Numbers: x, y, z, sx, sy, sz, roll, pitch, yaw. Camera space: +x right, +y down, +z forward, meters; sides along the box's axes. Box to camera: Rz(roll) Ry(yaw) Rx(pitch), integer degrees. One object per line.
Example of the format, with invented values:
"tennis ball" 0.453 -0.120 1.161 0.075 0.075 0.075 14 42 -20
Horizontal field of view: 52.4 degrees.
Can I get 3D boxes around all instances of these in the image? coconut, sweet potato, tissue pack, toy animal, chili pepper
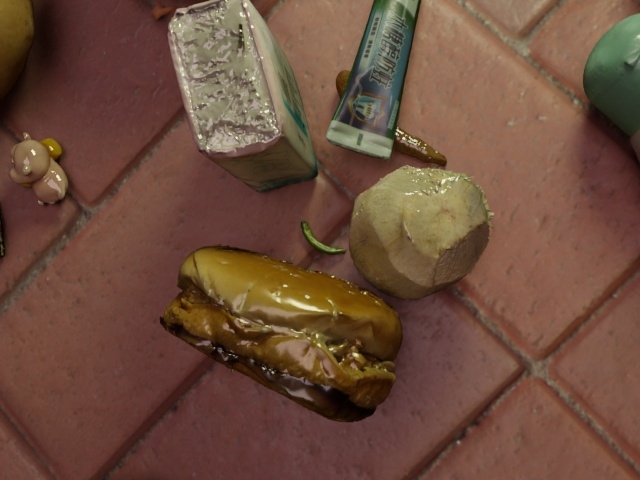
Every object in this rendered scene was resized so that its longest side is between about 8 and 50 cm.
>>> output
"coconut" 0.125 -0.009 0.885 0.194 0.194 0.195 -1 85 10
"sweet potato" 0.098 -0.175 0.968 0.214 0.050 0.050 45 94 7
"tissue pack" -0.094 -0.183 0.888 0.124 0.271 0.202 -19 82 6
"toy animal" -0.466 -0.111 1.047 0.091 0.082 0.115 -19 82 10
"chili pepper" 0.000 0.000 0.983 0.083 0.017 0.030 41 91 12

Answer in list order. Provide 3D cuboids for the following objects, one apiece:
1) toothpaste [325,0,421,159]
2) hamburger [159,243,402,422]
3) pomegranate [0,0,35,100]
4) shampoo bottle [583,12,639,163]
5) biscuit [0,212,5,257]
"toothpaste" 0.100 -0.309 0.947 0.098 0.061 0.393 16 78 -8
"hamburger" -0.044 0.117 0.844 0.304 0.284 0.174 17 86 12
"pomegranate" -0.610 -0.355 0.975 0.337 0.338 0.339 -1 85 10
"shampoo bottle" 0.495 -0.149 0.837 0.222 0.151 0.349 -45 79 10
"biscuit" -0.652 -0.002 1.078 0.251 0.070 0.106 -11 82 10
